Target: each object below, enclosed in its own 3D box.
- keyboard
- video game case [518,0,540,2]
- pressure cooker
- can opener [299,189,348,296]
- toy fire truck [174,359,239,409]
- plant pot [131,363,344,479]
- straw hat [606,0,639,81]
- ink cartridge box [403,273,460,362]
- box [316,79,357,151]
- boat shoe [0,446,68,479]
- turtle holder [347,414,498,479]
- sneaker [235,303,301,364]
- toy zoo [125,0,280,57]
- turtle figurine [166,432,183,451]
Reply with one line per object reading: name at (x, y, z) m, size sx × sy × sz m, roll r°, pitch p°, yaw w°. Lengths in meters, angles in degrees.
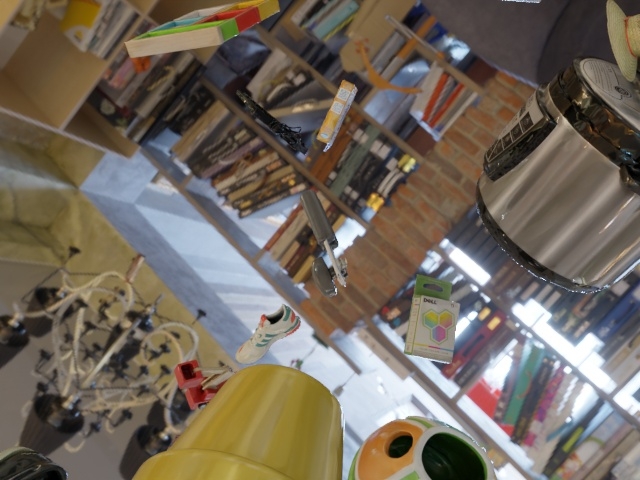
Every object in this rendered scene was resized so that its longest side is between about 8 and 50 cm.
keyboard at (-0.069, -0.213, 1.090) m, size 0.100 × 0.038 × 0.192 m, roll 52°, pitch -167°, yaw 28°
video game case at (0.393, -0.531, 1.174) m, size 0.087 × 0.122 × 0.011 m, roll 4°, pitch -174°, yaw -1°
pressure cooker at (0.554, -0.155, 1.165) m, size 0.375 × 0.420 × 0.370 m, roll -4°, pitch -129°, yaw -34°
can opener at (0.000, 0.000, 1.481) m, size 0.074 × 0.093 × 0.280 m, roll 61°, pitch -170°, yaw -59°
toy fire truck at (-0.228, 0.305, 1.295) m, size 0.192 × 0.135 × 0.047 m, roll -2°, pitch -133°, yaw -36°
plant pot at (-0.077, 0.283, 0.692) m, size 0.254 × 0.254 × 0.239 m, roll 39°, pitch -141°, yaw -12°
straw hat at (0.509, -0.328, 0.956) m, size 0.061 × 0.144 × 0.144 m, roll -15°, pitch 142°, yaw 42°
ink cartridge box at (0.288, 0.198, 1.531) m, size 0.109 × 0.209 × 0.062 m, roll 13°, pitch 170°, yaw -13°
box at (0.029, -0.238, 1.162) m, size 0.028 × 0.136 × 0.081 m, roll 28°, pitch -170°, yaw 3°
boat shoe at (-0.450, 0.401, 0.744) m, size 0.340 × 0.113 × 0.127 m, roll -44°, pitch -53°, yaw -57°
turtle holder at (0.206, 0.450, 1.035) m, size 0.243 × 0.227 × 0.320 m, roll -24°, pitch -117°, yaw -34°
sneaker at (-0.122, 0.192, 1.271) m, size 0.057 × 0.161 × 0.075 m, roll 49°, pitch 172°, yaw 49°
toy zoo at (-0.202, -0.408, 1.127) m, size 0.293 × 0.192 × 0.030 m, roll -56°, pitch -40°, yaw -51°
turtle figurine at (-0.387, 0.610, 1.721) m, size 0.234 × 0.175 × 0.118 m, roll -34°, pitch -68°, yaw -66°
